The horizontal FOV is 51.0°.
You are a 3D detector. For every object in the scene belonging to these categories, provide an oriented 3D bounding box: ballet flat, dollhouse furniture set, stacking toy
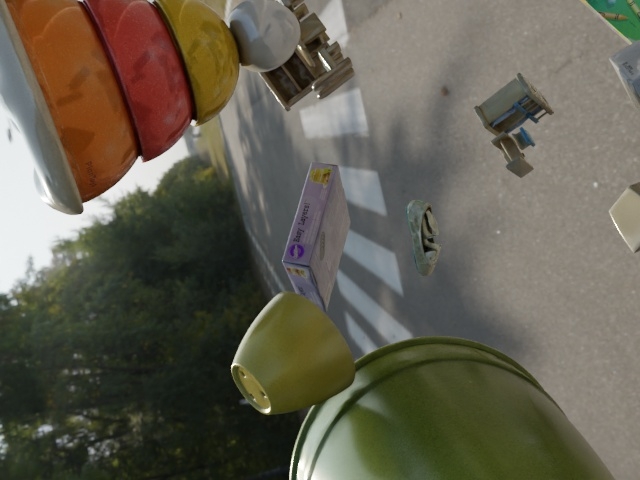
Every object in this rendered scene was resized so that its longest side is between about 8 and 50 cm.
[{"bbox_3d":[0.203,0.001,1.283,0.053,0.057,0.168,5,125,38],"label":"ballet flat"},{"bbox_3d":[-0.054,-0.378,1.389,0.212,0.161,0.242,55,-174,4],"label":"dollhouse furniture set"},{"bbox_3d":[0.462,-0.249,1.512,0.129,0.129,0.183,19,-137,-46],"label":"dollhouse furniture set"},{"bbox_3d":[-0.252,-0.269,1.061,0.350,0.480,0.350,53,155,38],"label":"stacking toy"}]

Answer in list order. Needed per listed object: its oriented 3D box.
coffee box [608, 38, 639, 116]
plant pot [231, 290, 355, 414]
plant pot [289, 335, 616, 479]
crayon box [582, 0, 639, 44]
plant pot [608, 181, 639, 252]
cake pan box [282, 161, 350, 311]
[{"bbox_3d":[0.573,-0.198,1.069,0.246,0.098,0.141,51,-155,-21],"label":"coffee box"},{"bbox_3d":[-0.042,0.138,0.750,0.134,0.095,0.134,34,143,32],"label":"plant pot"},{"bbox_3d":[0.167,0.311,0.687,0.353,0.367,0.366,-161,57,-82],"label":"plant pot"},{"bbox_3d":[0.707,-0.484,1.500,0.278,0.081,0.165,39,-154,-6],"label":"crayon box"},{"bbox_3d":[0.631,-0.056,1.298,0.096,0.109,0.109,54,143,29],"label":"plant pot"},{"bbox_3d":[0.000,0.000,1.472,0.266,0.070,0.245,71,-147,-63],"label":"cake pan box"}]
